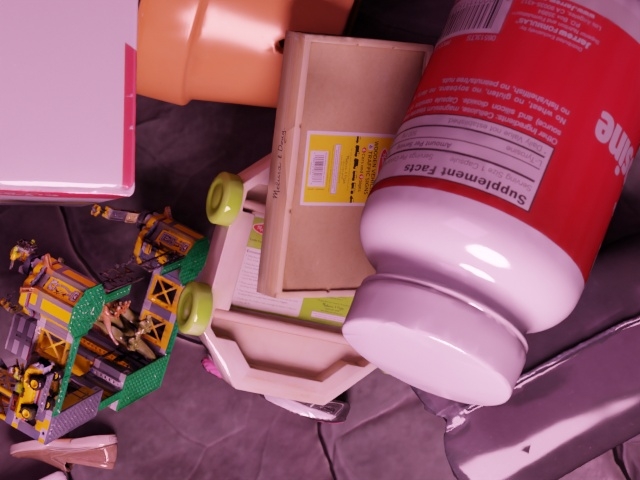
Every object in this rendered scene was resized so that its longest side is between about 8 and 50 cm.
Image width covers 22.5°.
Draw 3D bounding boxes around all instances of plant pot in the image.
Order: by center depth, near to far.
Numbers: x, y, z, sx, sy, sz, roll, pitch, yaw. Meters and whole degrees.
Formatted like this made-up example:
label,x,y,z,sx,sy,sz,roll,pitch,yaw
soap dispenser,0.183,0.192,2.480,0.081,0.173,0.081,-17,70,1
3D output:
label,x,y,z,sx,sy,sz,roll,pitch,yaw
plant pot,-0.062,-0.265,1.724,0.203,0.291,0.291,19,96,2

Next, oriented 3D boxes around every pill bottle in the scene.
label,x,y,z,sx,sy,sz,roll,pitch,yaw
pill bottle,0.177,-0.058,1.582,0.229,0.229,0.407,18,71,18

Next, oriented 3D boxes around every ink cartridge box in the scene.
label,x,y,z,sx,sy,sz,roll,pitch,yaw
ink cartridge box,-0.301,-0.178,1.721,0.160,0.385,0.279,0,89,-15

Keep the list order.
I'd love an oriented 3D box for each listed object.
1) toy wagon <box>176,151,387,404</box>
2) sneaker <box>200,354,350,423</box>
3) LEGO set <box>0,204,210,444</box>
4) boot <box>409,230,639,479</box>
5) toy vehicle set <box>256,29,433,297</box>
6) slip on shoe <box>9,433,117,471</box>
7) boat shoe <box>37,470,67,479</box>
label,x,y,z,sx,sy,sz,roll,pitch,yaw
toy wagon,0.000,0.000,1.720,0.267,0.068,0.344,14,94,-26
sneaker,-0.045,0.145,1.812,0.178,0.072,0.077,24,87,12
LEGO set,-0.291,0.072,1.780,0.192,0.331,0.255,26,121,18
boot,0.345,0.169,1.627,0.445,0.146,0.367,-26,69,10
toy vehicle set,0.026,-0.075,1.641,0.035,0.166,0.267,17,103,52
slip on shoe,-0.304,0.254,1.907,0.135,0.051,0.041,-6,85,11
boat shoe,-0.390,0.344,1.927,0.226,0.083,0.076,-22,71,6
